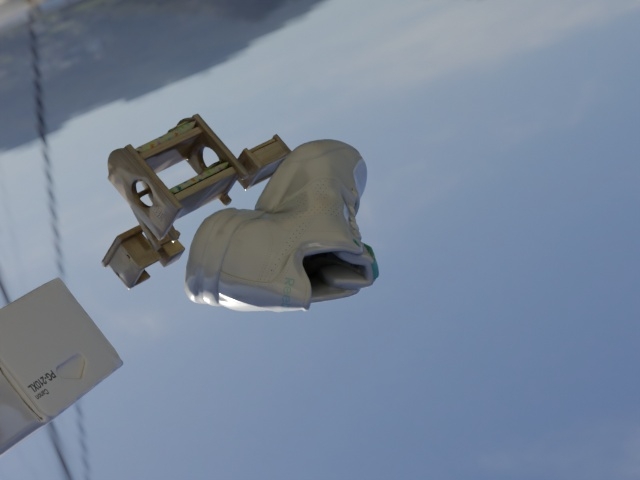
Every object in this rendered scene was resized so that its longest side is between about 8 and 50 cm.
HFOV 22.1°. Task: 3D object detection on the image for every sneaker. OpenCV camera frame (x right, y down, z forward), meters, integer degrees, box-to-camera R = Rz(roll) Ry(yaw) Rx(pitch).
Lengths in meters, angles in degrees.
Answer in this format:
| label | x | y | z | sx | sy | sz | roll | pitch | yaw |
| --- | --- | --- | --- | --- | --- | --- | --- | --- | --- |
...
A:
| label | x | y | z | sx | sy | sz | roll | pitch | yaw |
| --- | --- | --- | --- | --- | --- | --- | --- | --- | --- |
| sneaker | 0.000 | 0.000 | 1.038 | 0.094 | 0.080 | 0.212 | 16 | -152 | 18 |

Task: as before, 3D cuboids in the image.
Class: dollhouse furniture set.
| label | x | y | z | sx | sy | sz | roll | pitch | yaw |
| --- | --- | --- | --- | --- | --- | --- | --- | --- | --- |
| dollhouse furniture set | -0.154 | -0.057 | 1.808 | 0.182 | 0.101 | 0.161 | -29 | 163 | -43 |

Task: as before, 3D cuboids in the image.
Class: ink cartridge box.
| label | x | y | z | sx | sy | sz | roll | pitch | yaw |
| --- | --- | --- | --- | --- | --- | --- | --- | --- | --- |
| ink cartridge box | -0.305 | 0.147 | 1.368 | 0.237 | 0.100 | 0.172 | -35 | -178 | 20 |
